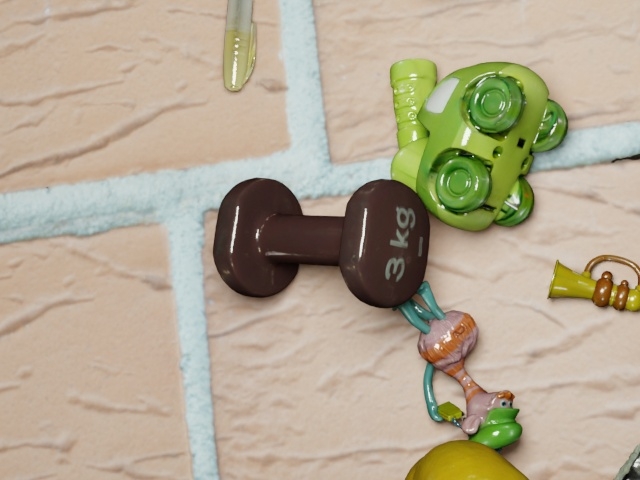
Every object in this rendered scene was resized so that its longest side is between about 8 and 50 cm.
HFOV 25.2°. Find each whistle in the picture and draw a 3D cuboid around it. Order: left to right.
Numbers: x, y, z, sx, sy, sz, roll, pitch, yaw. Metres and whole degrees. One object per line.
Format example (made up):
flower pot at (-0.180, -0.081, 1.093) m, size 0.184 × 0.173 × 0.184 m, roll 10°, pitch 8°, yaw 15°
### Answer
whistle at (0.309, 0.048, 1.588) m, size 0.109 × 0.057 × 0.046 m, roll 10°, pitch 131°, yaw 5°

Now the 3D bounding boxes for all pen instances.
pen at (-0.090, -0.293, 1.714) m, size 0.040 × 0.032 × 0.233 m, roll 6°, pitch 84°, yaw -10°

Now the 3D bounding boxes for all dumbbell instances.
dumbbell at (0.000, 0.000, 1.575) m, size 0.225 × 0.124 × 0.140 m, roll 1°, pitch 80°, yaw 39°

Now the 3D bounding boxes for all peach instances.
peach at (0.163, 0.327, 1.479) m, size 0.153 × 0.251 × 0.251 m, roll -17°, pitch 79°, yaw -18°

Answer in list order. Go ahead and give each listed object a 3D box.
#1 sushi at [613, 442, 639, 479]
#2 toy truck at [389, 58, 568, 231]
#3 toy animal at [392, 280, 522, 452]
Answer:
sushi at (0.347, 0.300, 1.500) m, size 0.127 × 0.124 × 0.225 m, roll 35°, pitch 87°, yaw 14°
toy truck at (0.152, -0.107, 1.589) m, size 0.210 × 0.148 × 0.187 m, roll 8°, pitch 87°, yaw 36°
toy animal at (0.141, 0.143, 1.587) m, size 0.103 × 0.100 × 0.208 m, roll -35°, pitch 86°, yaw 30°
